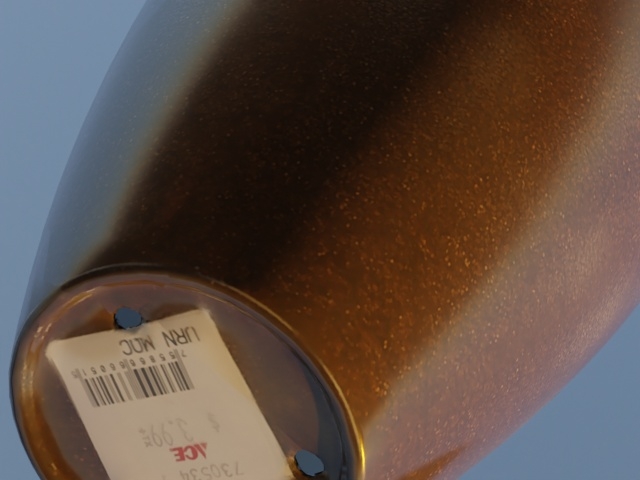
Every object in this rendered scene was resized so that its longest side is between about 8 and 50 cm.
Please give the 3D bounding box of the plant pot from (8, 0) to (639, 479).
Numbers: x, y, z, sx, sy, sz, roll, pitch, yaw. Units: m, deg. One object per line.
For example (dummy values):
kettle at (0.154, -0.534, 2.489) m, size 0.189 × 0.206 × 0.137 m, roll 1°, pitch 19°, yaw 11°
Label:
plant pot at (0.000, 0.000, 0.604) m, size 0.215 × 0.215 × 0.230 m, roll 27°, pitch -146°, yaw 8°
